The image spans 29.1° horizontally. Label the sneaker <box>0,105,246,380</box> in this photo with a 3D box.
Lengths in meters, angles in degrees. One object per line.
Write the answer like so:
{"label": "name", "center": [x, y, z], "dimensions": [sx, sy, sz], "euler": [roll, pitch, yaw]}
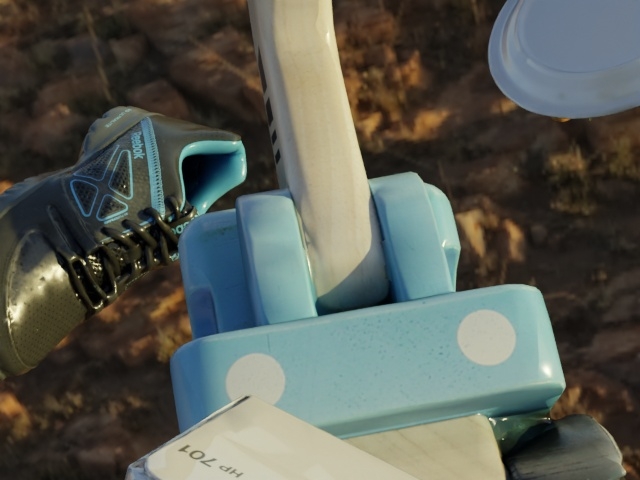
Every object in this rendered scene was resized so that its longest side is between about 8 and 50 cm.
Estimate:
{"label": "sneaker", "center": [-0.185, -0.010, 1.066], "dimensions": [0.139, 0.125, 0.341], "euler": [7, 42, 23]}

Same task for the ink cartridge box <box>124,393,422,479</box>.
{"label": "ink cartridge box", "center": [-0.010, 0.173, 0.435], "dimensions": [0.139, 0.191, 0.082], "euler": [24, 21, 22]}

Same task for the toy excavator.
{"label": "toy excavator", "center": [0.000, 0.000, 0.646], "dimensions": [0.222, 0.433, 0.445], "euler": [-11, 68, -6]}

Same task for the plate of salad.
{"label": "plate of salad", "center": [0.224, -0.164, 0.937], "dimensions": [0.200, 0.048, 0.200], "euler": [-19, 46, 21]}
